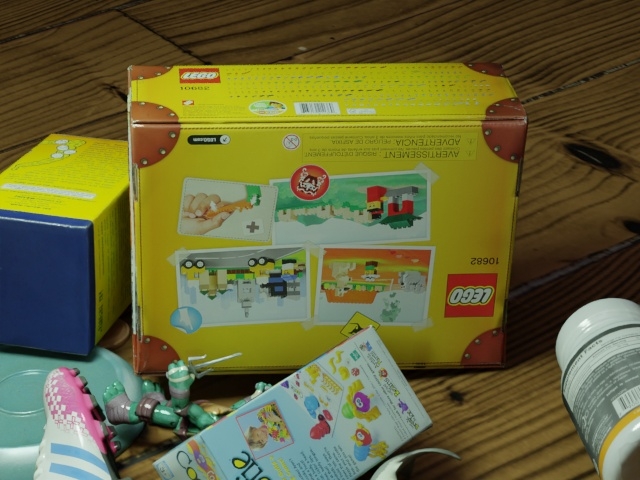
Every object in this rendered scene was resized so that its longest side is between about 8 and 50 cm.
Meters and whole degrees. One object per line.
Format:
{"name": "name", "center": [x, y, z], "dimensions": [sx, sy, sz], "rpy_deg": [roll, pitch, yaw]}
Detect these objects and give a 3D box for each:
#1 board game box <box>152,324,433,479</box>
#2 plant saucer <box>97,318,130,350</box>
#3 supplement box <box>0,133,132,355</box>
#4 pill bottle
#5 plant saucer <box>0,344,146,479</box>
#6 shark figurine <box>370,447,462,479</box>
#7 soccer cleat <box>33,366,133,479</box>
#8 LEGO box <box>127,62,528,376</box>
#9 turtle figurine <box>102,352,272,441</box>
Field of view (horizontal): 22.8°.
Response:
{"name": "board game box", "center": [-0.031, 0.238, 1.855], "dimensions": [0.275, 0.144, 0.142], "rpy_deg": [-29, -4, -36]}
{"name": "plant saucer", "center": [-0.315, 0.133, 2.273], "dimensions": [0.083, 0.013, 0.083], "rpy_deg": [-5, 30, 3]}
{"name": "supplement box", "center": [-0.362, -0.004, 2.277], "dimensions": [0.195, 0.194, 0.356], "rpy_deg": [7, 22, 11]}
{"name": "pill bottle", "center": [0.380, 0.194, 1.893], "dimensions": [0.162, 0.162, 0.278], "rpy_deg": [-8, 29, -4]}
{"name": "plant saucer", "center": [-0.385, 0.214, 2.101], "dimensions": [0.317, 0.044, 0.317], "rpy_deg": [-2, 31, 1]}
{"name": "shark figurine", "center": [0.075, 0.327, 1.786], "dimensions": [0.166, 0.116, 0.278], "rpy_deg": [22, 32, -20]}
{"name": "soccer cleat", "center": [-0.301, 0.279, 1.884], "dimensions": [0.143, 0.116, 0.331], "rpy_deg": [-27, 42, -7]}
{"name": "LEGO box", "center": [0.000, -0.028, 2.082], "dimensions": [0.500, 0.372, 0.193], "rpy_deg": [-1, 29, -6]}
{"name": "turtle figurine", "center": [-0.147, 0.210, 1.988], "dimensions": [0.234, 0.175, 0.118], "rpy_deg": [-1, 69, 32]}
